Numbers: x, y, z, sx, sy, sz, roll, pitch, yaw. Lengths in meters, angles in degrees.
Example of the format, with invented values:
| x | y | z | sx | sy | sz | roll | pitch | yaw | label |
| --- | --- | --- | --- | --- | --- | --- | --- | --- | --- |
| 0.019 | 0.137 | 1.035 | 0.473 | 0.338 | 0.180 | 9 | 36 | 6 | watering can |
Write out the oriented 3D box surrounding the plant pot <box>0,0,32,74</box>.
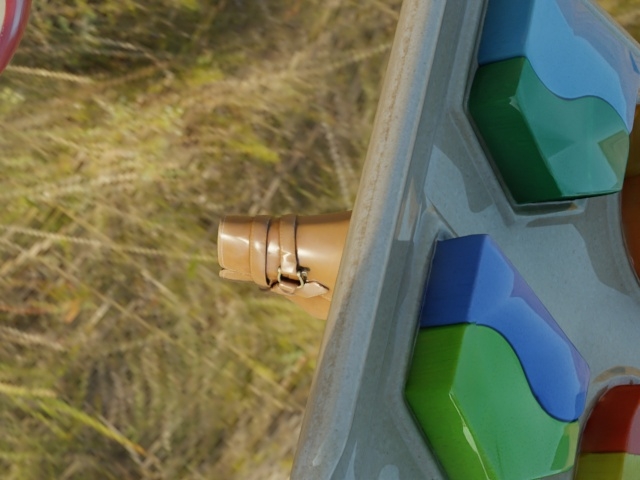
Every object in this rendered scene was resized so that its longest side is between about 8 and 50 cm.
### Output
| x | y | z | sx | sy | sz | roll | pitch | yaw | label |
| --- | --- | --- | --- | --- | --- | --- | --- | --- | --- |
| -0.256 | -0.164 | 0.878 | 0.191 | 0.174 | 0.191 | -10 | 121 | -18 | plant pot |

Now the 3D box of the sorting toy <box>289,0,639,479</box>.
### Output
| x | y | z | sx | sy | sz | roll | pitch | yaw | label |
| --- | --- | --- | --- | --- | --- | --- | --- | --- | --- |
| 0.078 | 0.017 | 0.469 | 0.208 | 0.038 | 0.193 | 38 | 57 | -43 | sorting toy |

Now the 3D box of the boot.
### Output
| x | y | z | sx | sy | sz | roll | pitch | yaw | label |
| --- | --- | --- | --- | --- | --- | --- | --- | --- | --- |
| 0.000 | 0.000 | 1.191 | 0.197 | 0.152 | 0.073 | 103 | 2 | -54 | boot |
